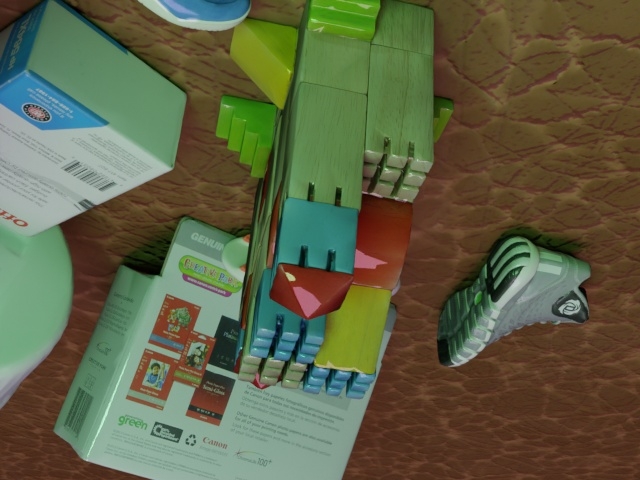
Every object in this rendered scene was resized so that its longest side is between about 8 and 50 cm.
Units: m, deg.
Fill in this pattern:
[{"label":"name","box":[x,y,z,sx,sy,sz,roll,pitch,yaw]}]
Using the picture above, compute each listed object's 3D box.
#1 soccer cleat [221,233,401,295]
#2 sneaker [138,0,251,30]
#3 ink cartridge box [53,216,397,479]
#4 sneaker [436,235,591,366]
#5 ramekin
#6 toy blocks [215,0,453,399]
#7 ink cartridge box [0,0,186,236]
[{"label":"soccer cleat","box":[-0.011,0.040,0.999,0.196,0.068,0.076,8,152,-11]},{"label":"sneaker","box":[-0.102,-0.200,0.620,0.152,0.058,0.085,28,151,-22]},{"label":"ink cartridge box","box":[-0.098,0.147,1.068,0.310,0.271,0.130,25,171,-29]},{"label":"sneaker","box":[0.221,0.084,1.020,0.132,0.086,0.228,10,148,-13]},{"label":"ramekin","box":[-0.364,0.037,0.854,0.277,0.277,0.135,27,135,-32]},{"label":"toy blocks","box":[0.000,0.000,0.741,0.191,0.260,0.381,10,149,-8]},{"label":"ink cartridge box","box":[-0.239,-0.094,0.788,0.203,0.085,0.148,-19,142,35]}]
